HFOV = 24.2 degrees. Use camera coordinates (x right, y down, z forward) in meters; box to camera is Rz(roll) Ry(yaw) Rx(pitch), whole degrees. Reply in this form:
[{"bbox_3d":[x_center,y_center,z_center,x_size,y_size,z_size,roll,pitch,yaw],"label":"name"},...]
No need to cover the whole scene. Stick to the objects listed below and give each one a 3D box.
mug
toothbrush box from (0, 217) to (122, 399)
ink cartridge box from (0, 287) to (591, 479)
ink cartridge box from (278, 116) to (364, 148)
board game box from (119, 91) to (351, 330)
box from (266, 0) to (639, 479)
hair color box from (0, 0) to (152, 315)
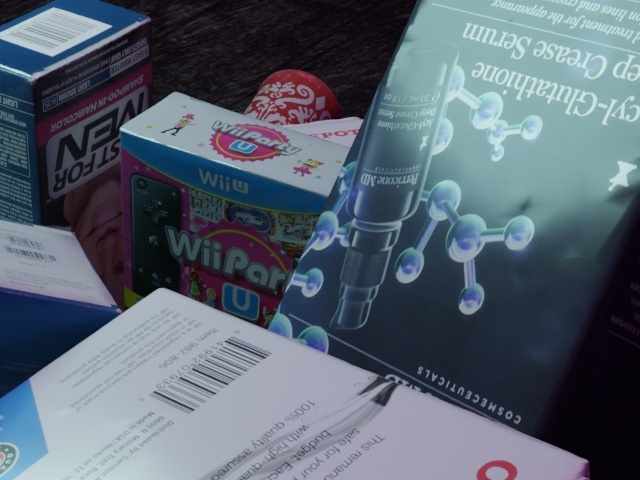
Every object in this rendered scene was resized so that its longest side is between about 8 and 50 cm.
[{"bbox_3d":[-0.040,-0.117,1.807,0.150,0.113,0.169,12,36,17],"label":"mug"},{"bbox_3d":[-0.320,0.126,1.161,0.216,0.295,0.126,12,23,-34],"label":"toothbrush box"},{"bbox_3d":[-0.056,0.216,0.990,0.395,0.166,0.285,19,41,38],"label":"ink cartridge box"},{"bbox_3d":[0.000,0.000,1.602,0.226,0.131,0.306,-7,32,-16],"label":"ink cartridge box"},{"bbox_3d":[-0.068,0.041,1.366,0.224,0.303,0.097,18,34,23],"label":"board game box"},{"bbox_3d":[0.184,-0.017,1.165,0.212,0.395,0.293,25,-1,-44],"label":"box"},{"bbox_3d":[-0.248,-0.042,1.437,0.105,0.347,0.174,21,36,26],"label":"hair color box"}]
